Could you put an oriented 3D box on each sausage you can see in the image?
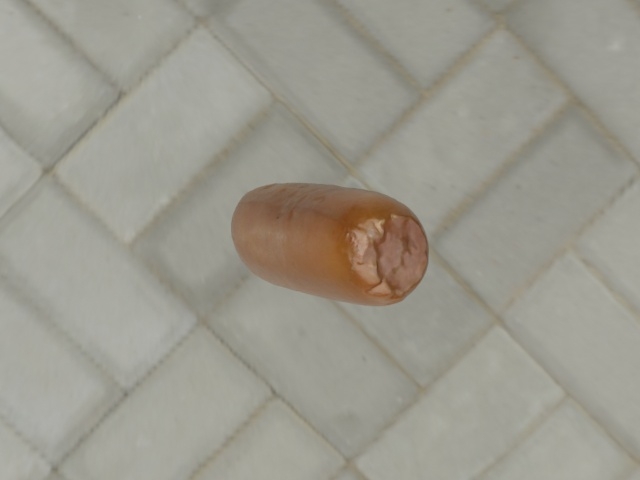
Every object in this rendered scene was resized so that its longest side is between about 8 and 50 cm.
[{"bbox_3d":[0.000,0.000,1.137,0.076,0.197,0.076,-3,97,-27],"label":"sausage"}]
